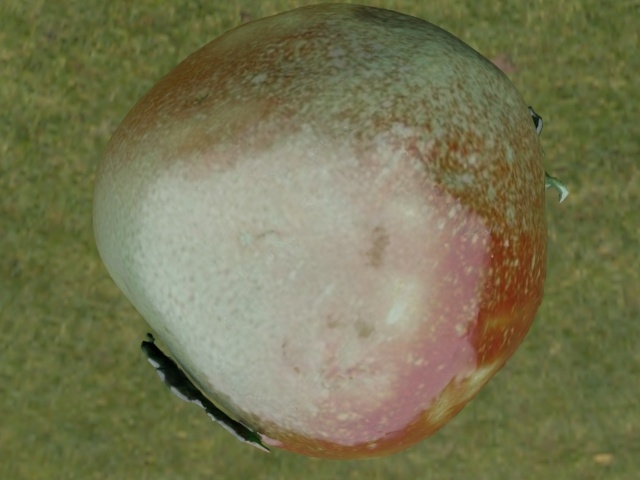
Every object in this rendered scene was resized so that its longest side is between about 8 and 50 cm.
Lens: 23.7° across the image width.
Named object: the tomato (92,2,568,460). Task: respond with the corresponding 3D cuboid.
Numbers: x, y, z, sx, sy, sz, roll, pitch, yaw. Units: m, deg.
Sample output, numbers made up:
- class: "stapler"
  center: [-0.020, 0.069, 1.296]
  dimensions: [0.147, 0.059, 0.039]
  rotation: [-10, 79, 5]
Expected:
- class: "tomato"
  center: [0.000, 0.000, 0.989]
  dimensions: [0.303, 0.239, 0.304]
  rotation: [7, 106, 25]
